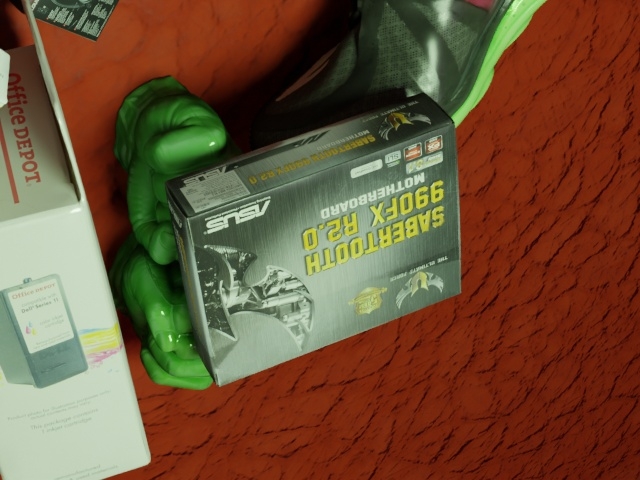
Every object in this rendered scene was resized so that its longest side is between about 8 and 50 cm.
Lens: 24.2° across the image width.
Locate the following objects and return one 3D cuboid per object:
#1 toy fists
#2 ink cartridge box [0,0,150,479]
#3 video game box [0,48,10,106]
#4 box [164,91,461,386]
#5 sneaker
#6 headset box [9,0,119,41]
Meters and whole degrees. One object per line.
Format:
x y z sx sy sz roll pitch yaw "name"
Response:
-0.120 0.005 1.274 0.096 0.142 0.279 -17 132 -32 "toy fists"
-0.228 0.001 1.110 0.119 0.207 0.353 -15 133 -9 "ink cartridge box"
-0.337 -0.118 0.955 0.205 0.048 0.187 -13 150 28 "video game box"
0.000 0.000 1.206 0.231 0.056 0.183 -19 131 -16 "box"
0.097 -0.243 1.278 0.483 0.185 0.202 -47 120 -2 "sneaker"
-0.193 -0.194 1.129 0.083 0.032 0.062 16 110 -47 "headset box"
